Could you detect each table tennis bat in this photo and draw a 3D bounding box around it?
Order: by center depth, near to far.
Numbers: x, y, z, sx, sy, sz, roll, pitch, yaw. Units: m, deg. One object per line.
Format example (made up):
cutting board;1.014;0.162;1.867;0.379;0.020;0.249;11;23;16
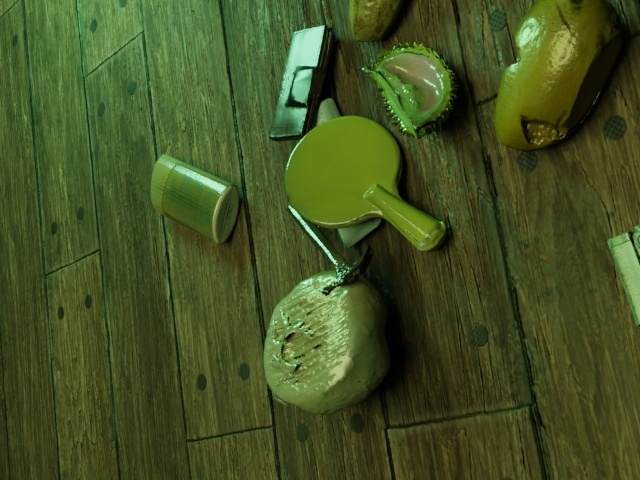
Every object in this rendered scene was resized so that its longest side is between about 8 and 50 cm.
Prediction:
table tennis bat;0.085;-0.094;1.578;0.369;0.054;0.224;38;87;32

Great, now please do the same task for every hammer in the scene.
hammer;-0.001;-0.001;1.619;0.125;0.027;0.297;-34;35;-6

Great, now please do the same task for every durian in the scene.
durian;0.168;-0.259;1.516;0.137;0.095;0.220;-31;57;0

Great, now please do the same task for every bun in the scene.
bun;0.017;0.190;1.583;0.273;0.168;0.272;-17;63;38

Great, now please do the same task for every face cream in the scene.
face cream;-0.297;-0.099;1.988;0.285;0.067;0.139;26;104;43

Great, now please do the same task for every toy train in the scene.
toy train;0.461;0.053;1.228;0.071;0.038;0.148;-31;66;43

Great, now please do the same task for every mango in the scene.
mango;0.348;-0.252;1.306;0.167;0.130;0.262;42;120;45

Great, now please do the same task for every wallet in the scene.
wallet;-0.040;-0.312;1.735;0.124;0.042;0.230;4;78;54

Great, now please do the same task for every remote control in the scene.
remote control;0.030;-0.132;1.672;0.103;0.051;0.293;-39;59;37

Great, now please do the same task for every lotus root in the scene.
lotus root;0.118;-0.484;1.582;0.110;0.097;0.258;33;114;39
